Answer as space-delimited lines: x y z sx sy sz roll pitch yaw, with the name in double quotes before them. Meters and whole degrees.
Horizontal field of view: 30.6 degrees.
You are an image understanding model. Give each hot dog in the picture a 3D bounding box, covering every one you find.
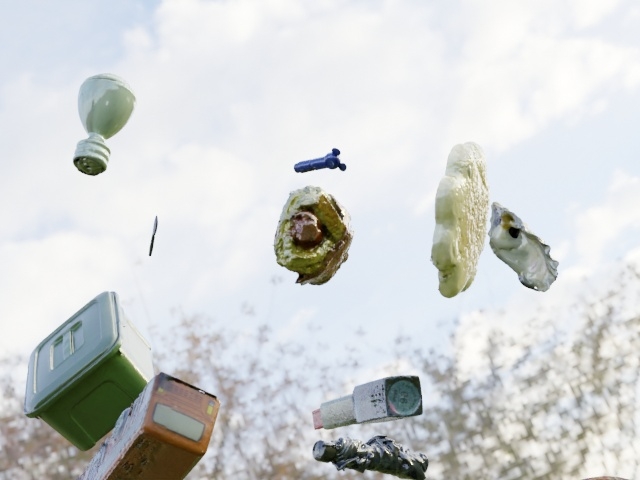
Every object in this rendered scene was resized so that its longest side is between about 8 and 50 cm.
"hot dog" 0.000 0.000 1.759 0.103 0.146 0.213 11 -4 19

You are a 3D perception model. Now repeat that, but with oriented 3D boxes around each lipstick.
"lipstick" 0.046 0.219 1.534 0.051 0.051 0.312 -3 -11 -21

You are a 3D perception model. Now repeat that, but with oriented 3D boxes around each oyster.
"oyster" 0.285 0.014 1.659 0.045 0.122 0.146 -13 16 -35

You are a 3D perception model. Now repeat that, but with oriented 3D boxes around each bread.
"bread" 0.270 -0.037 2.211 0.054 0.316 0.316 6 -16 21

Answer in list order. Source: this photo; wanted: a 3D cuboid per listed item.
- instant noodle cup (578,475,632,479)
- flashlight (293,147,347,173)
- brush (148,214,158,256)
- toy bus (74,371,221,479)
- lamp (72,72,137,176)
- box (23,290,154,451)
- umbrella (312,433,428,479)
"instant noodle cup" 0.426 0.485 1.722 0.230 0.230 0.182 -22 -32 0
"flashlight" -0.001 -0.164 2.479 0.121 0.057 0.035 -10 27 32
"brush" -0.325 -0.009 2.277 0.008 0.024 0.083 7 -78 -21
"toy bus" -0.236 0.292 1.396 0.093 0.092 0.409 24 -44 -14
"lamp" -0.387 -0.210 2.072 0.106 0.193 0.106 6 -29 3
"box" -0.472 0.273 2.445 0.252 0.329 0.178 -40 -67 4
"umbrella" 0.084 0.369 2.023 0.224 0.071 0.080 14 -7 -33
